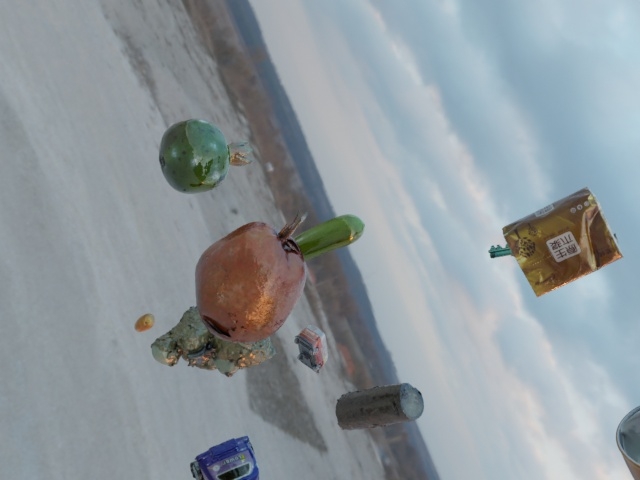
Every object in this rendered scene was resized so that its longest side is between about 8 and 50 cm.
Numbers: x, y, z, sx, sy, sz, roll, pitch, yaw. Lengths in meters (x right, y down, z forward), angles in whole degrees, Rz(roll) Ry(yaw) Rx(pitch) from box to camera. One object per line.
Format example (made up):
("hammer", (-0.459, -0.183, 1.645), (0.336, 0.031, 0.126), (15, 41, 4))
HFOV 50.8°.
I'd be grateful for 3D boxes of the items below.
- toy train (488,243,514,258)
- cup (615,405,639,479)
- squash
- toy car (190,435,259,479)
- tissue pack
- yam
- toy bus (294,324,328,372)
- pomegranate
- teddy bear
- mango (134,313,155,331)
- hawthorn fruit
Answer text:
("toy train", (0.536, 0.032, 1.968), (0.029, 0.092, 0.045), (58, 32, -37))
("cup", (0.638, 0.398, 1.127), (0.182, 0.226, 0.264), (-70, 139, -64))
("squash", (0.000, 0.000, 1.431), (0.066, 0.201, 0.066), (-23, 90, -79))
("toy car", (-0.250, 0.675, 1.863), (0.158, 0.172, 0.235), (46, -37, 46))
("tissue pack", (0.570, 0.002, 1.591), (0.183, 0.226, 0.092), (58, 20, -13))
("yam", (0.177, 0.514, 2.092), (0.131, 0.279, 0.131), (22, 57, -40))
("toy bus", (-0.023, 0.317, 1.995), (0.079, 0.077, 0.174), (32, -29, 26))
("pomegranate", (-0.274, -0.203, 1.618), (0.187, 0.225, 0.187), (18, -68, 55))
("teddy bear", (-0.237, 0.247, 1.623), (0.267, 0.256, 0.156), (36, 64, -66))
("mango", (-0.526, 0.248, 2.011), (0.046, 0.060, 0.089), (50, -39, -5))
("hawthorn fruit", (-0.117, 0.056, 1.300), (0.211, 0.299, 0.211), (34, 24, -18))
